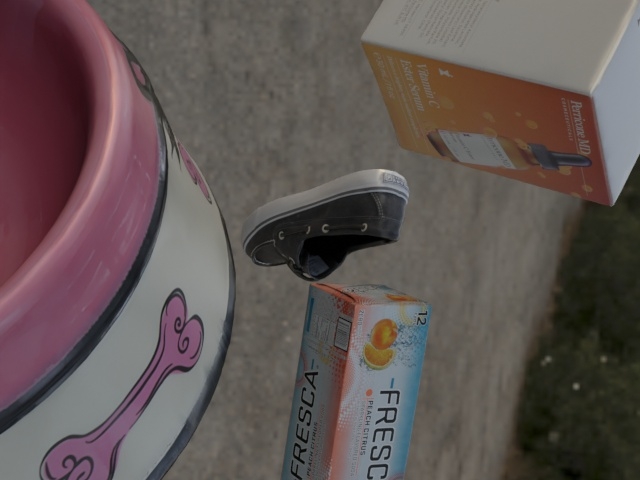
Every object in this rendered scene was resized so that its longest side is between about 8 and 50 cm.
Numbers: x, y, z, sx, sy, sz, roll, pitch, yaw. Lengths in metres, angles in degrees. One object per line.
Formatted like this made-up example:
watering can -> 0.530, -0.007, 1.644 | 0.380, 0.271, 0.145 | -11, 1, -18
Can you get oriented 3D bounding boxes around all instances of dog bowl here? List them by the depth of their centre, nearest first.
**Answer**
dog bowl -> -0.254, -0.001, 0.689 | 0.150, 0.408, 0.408 | 84, 17, -51

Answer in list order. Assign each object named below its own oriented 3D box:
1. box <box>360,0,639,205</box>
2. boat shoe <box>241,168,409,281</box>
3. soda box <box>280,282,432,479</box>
box -> 0.133, -0.113, 0.916 | 0.091, 0.171, 0.130 | -59, 149, -22
boat shoe -> 0.000, 0.000, 1.272 | 0.080, 0.228, 0.076 | 20, 63, -38
soda box -> 0.019, 0.120, 0.859 | 0.063, 0.058, 0.183 | 3, 101, -32
